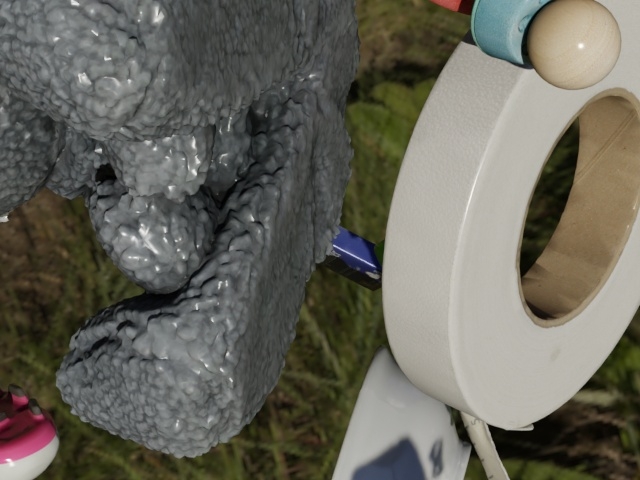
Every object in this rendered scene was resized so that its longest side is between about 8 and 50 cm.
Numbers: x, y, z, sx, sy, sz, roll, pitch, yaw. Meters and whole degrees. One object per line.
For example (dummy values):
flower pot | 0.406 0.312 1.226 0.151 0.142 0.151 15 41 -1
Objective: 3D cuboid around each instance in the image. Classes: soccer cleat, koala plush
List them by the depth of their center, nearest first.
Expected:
koala plush | -0.112 -0.054 0.522 0.203 0.221 0.196 -61 149 -49
soccer cleat | -0.344 0.202 1.188 0.116 0.331 0.143 -29 114 -49

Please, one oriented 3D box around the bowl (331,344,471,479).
bowl | 0.086 0.274 1.492 0.298 0.134 0.298 16 90 -83

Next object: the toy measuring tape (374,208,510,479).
toy measuring tape | 0.156 0.103 1.277 0.121 0.121 0.330 -9 71 -59

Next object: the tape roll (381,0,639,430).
tape roll | 0.194 -0.033 1.118 0.392 0.072 0.392 -30 131 -42

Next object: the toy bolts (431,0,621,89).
toy bolts | 0.138 -0.207 0.834 0.218 0.229 0.158 -9 43 -31

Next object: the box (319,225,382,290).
box | 0.000 0.000 1.861 0.225 0.136 0.037 28 76 -7
